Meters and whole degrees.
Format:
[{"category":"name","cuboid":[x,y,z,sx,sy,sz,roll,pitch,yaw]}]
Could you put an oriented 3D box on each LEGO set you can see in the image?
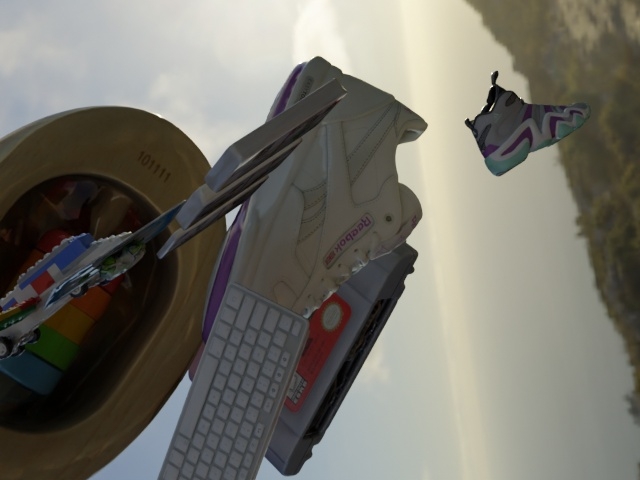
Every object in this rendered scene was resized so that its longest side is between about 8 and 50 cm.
[{"category":"LEGO set","cuboid":[-0.116,-0.004,0.567,0.060,0.244,0.182,53,153,1]}]

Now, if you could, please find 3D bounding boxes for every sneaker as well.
[{"category":"sneaker","cuboid":[0.000,0.000,0.850,0.114,0.152,0.305,133,157,-73]},{"category":"sneaker","cuboid":[0.150,-0.098,0.777,0.069,0.098,0.038,59,156,2]}]

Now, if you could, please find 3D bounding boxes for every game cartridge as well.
[{"category":"game cartridge","cuboid":[-0.034,0.081,1.129,0.060,0.196,0.294,1,-58,-49]}]

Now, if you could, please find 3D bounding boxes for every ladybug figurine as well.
[{"category":"ladybug figurine","cuboid":[-0.282,0.068,1.060,0.305,0.449,0.162,41,165,-20]}]

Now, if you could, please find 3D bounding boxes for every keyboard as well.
[{"category":"keyboard","cuboid":[-0.078,0.159,0.717,0.014,0.072,0.256,7,-76,-63]}]
